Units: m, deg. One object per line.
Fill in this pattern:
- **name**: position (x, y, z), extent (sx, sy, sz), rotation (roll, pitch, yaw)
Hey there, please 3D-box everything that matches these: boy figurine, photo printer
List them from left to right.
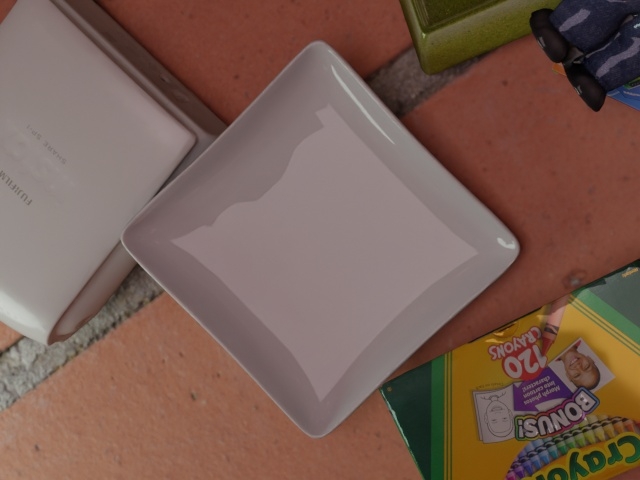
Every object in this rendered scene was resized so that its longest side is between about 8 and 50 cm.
- **photo printer**: position (-0.268, -0.068, 1.854), extent (0.256, 0.107, 0.307), rotation (44, 109, 12)
- **boy figurine**: position (0.310, -0.236, 1.573), extent (0.285, 0.092, 0.177), rotation (-38, 105, 19)

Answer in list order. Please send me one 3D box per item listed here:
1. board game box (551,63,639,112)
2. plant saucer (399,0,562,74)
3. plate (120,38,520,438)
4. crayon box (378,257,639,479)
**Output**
- **board game box**: position (0.357, -0.156, 1.635), extent (0.281, 0.027, 0.145), rotation (28, 104, 17)
- **plant saucer**: position (0.137, -0.268, 1.686), extent (0.188, 0.045, 0.188), rotation (-21, 83, 27)
- **plate**: position (0.000, 0.000, 1.758), extent (0.277, 0.045, 0.278), rotation (-44, 90, 12)
- **crayon box**: position (0.214, 0.144, 1.697), extent (0.278, 0.081, 0.165), rotation (-28, 85, 22)
